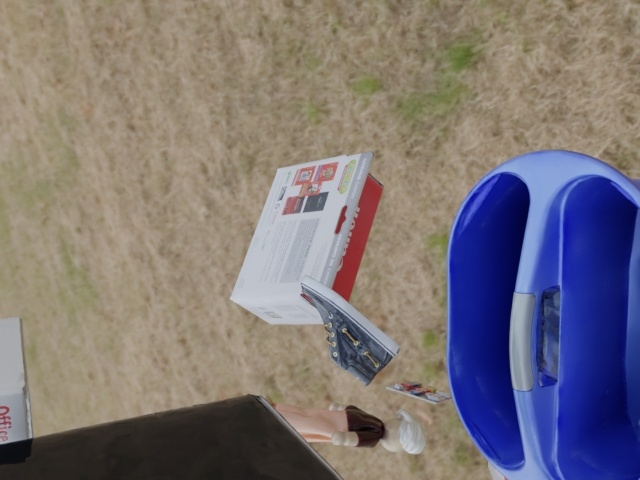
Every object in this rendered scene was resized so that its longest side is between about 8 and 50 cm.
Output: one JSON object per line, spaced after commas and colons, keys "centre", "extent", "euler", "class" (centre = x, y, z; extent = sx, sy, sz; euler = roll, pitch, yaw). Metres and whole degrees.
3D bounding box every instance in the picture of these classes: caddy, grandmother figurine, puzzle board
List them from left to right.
{"centre": [0.049, 0.387, 1.533], "extent": [0.208, 0.343, 0.104], "euler": [-93, 12, -73], "class": "grandmother figurine"}
{"centre": [0.182, 0.270, 1.319], "extent": [0.096, 0.128, 0.011], "euler": [12, 90, 27], "class": "puzzle board"}
{"centre": [0.240, 0.082, 0.720], "extent": [0.241, 0.179, 0.341], "euler": [8, 102, 48], "class": "caddy"}

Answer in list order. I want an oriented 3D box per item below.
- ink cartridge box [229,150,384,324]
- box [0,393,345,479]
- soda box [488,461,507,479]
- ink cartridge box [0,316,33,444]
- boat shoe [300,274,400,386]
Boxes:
{"centre": [0.000, 0.000, 1.439], "extent": [0.272, 0.309, 0.130], "euler": [-6, 147, 45], "class": "ink cartridge box"}
{"centre": [-0.084, 0.453, 0.567], "extent": [0.480, 0.297, 0.471], "euler": [29, 118, 52], "class": "box"}
{"centre": [0.383, 0.462, 1.364], "extent": [0.286, 0.091, 0.098], "euler": [-90, -2, -70], "class": "soda box"}
{"centre": [-0.377, 0.160, 0.674], "extent": [0.154, 0.213, 0.093], "euler": [107, 150, -43], "class": "ink cartridge box"}
{"centre": [0.026, 0.135, 1.110], "extent": [0.183, 0.083, 0.065], "euler": [39, 175, 3], "class": "boat shoe"}
